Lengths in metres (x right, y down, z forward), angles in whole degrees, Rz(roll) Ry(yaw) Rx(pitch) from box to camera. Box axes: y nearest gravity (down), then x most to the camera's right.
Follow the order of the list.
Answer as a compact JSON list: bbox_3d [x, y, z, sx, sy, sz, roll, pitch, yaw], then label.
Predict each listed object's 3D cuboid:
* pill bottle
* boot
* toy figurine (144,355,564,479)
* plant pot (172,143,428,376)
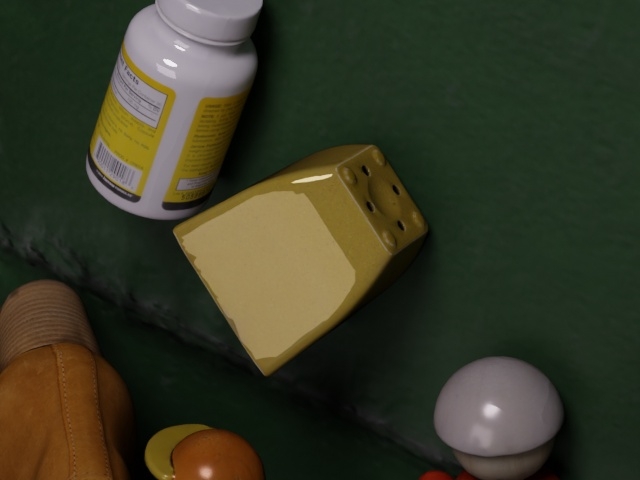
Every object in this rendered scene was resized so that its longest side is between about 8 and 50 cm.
[{"bbox_3d":[-0.067,-0.072,0.944,0.065,0.065,0.116,36,128,17],"label":"pill bottle"},{"bbox_3d":[-0.141,0.187,1.018,0.104,0.211,0.295,0,122,-12],"label":"boot"},{"bbox_3d":[0.028,0.157,0.867,0.209,0.213,0.148,-8,117,-1],"label":"toy figurine"},{"bbox_3d":[0.000,0.000,0.923,0.083,0.081,0.081,-32,90,31],"label":"plant pot"}]
